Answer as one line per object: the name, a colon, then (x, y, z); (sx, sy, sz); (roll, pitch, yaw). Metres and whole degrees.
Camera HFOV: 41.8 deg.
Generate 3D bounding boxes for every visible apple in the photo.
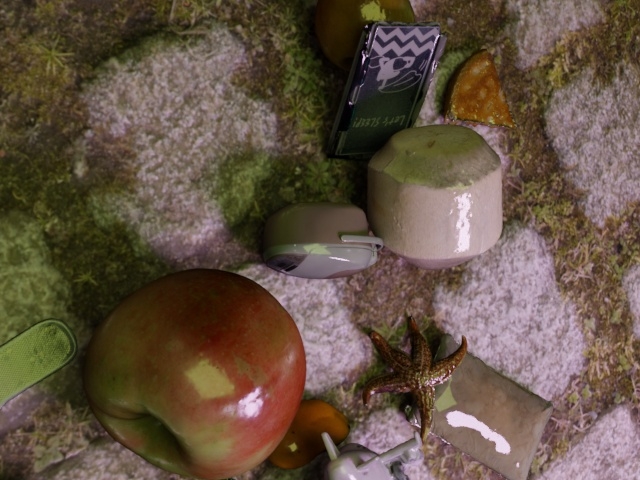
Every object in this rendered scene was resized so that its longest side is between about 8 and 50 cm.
apple: (0.077, -0.375, 1.470); (0.182, 0.182, 0.155); (12, 89, -26)
apple: (-0.172, 0.185, 1.224); (0.319, 0.319, 0.277); (46, 51, -17)

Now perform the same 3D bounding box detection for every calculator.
calculator: (0.114, -0.255, 1.463); (0.165, 0.028, 0.274); (-5, 132, -29)

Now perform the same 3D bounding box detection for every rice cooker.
rice cooker: (0.000, 0.000, 1.417); (0.206, 0.145, 0.127); (-3, 77, -30)

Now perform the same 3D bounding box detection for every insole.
insole: (-0.500, 0.223, 1.219); (0.322, 0.007, 0.109); (-34, 102, -24)

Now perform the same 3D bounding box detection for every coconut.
coconut: (0.200, -0.063, 1.472); (0.237, 0.237, 0.266); (-24, 123, -27)

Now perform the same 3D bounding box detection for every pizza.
pizza: (0.327, -0.284, 1.667); (0.176, 0.036, 0.185); (26, 73, -25)

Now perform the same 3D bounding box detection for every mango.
mango: (-0.030, 0.322, 1.413); (0.159, 0.084, 0.105); (-11, 75, -45)

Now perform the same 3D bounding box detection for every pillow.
pillow: (0.305, 0.321, 1.583); (0.302, 0.075, 0.185); (33, 72, -18)

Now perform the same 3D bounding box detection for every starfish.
starfish: (0.174, 0.245, 1.504); (0.213, 0.057, 0.238); (-12, 67, -4)

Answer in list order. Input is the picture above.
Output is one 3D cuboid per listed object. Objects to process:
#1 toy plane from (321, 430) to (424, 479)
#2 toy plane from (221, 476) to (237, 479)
toy plane: (0.057, 0.386, 1.384); (0.252, 0.252, 0.118); (-11, 61, -27)
toy plane: (-0.150, 0.384, 1.363); (0.031, 0.049, 0.121); (-24, 80, -27)
